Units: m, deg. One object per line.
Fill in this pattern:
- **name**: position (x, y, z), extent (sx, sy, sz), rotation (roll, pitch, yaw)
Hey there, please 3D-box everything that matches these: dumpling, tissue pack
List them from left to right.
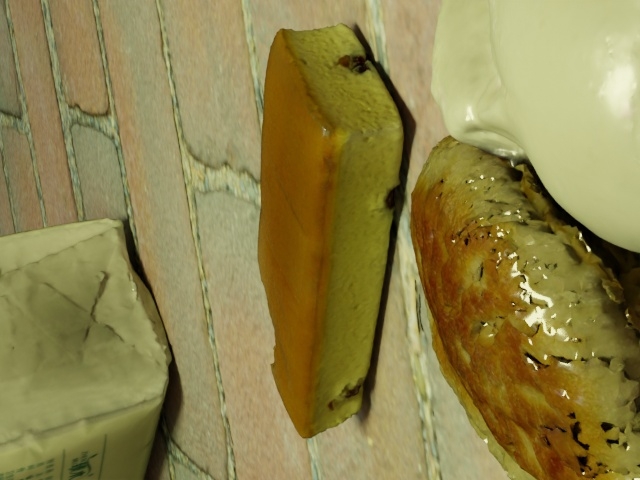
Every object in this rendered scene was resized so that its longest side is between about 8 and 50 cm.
- **tissue pack**: position (-0.300, 0.164, 1.492), extent (0.380, 0.297, 0.207), rotation (114, 138, -57)
- **dumpling**: position (0.101, -0.071, 0.507), extent (0.176, 0.093, 0.150), rotation (-148, 63, -72)

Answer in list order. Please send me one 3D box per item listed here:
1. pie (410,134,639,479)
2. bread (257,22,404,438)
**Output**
- **pie**: position (0.085, 0.033, 0.627), extent (0.193, 0.079, 0.163), rotation (-131, 30, -57)
- **bread**: position (0.000, 0.000, 0.894), extent (0.226, 0.049, 0.088), rotation (96, 154, -45)
